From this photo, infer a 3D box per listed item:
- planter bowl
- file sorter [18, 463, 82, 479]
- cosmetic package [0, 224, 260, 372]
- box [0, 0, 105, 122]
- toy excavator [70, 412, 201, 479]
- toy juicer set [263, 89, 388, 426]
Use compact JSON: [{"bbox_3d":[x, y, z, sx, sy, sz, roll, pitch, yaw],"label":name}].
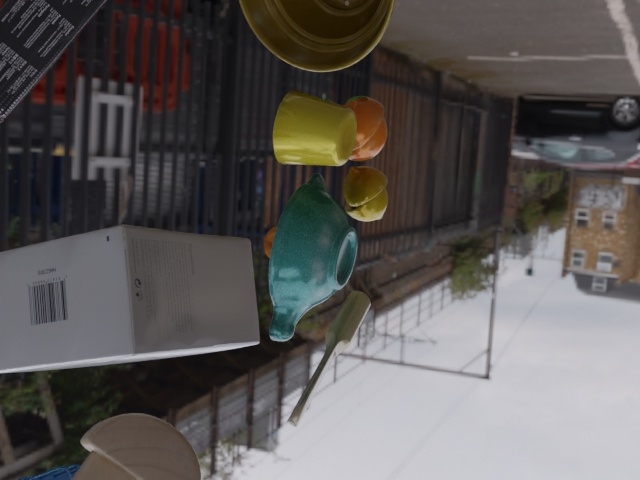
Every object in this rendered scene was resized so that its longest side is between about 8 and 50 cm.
[{"bbox_3d":[0.009,-0.322,0.973,0.217,0.217,0.090,7,-153,27],"label":"planter bowl"},{"bbox_3d":[-0.436,0.464,1.444,0.104,0.118,0.170,-24,163,15],"label":"file sorter"},{"bbox_3d":[-0.227,0.073,0.933,0.224,0.138,0.224,-10,173,29],"label":"cosmetic package"},{"bbox_3d":[-0.222,-0.243,0.748,0.060,0.270,0.216,40,-176,-22],"label":"box"},{"bbox_3d":[-0.234,0.442,0.733,0.432,0.445,0.222,-28,178,-25],"label":"toy excavator"},{"bbox_3d":[0.000,0.000,0.846,0.089,0.329,0.209,12,-159,19],"label":"toy juicer set"}]
